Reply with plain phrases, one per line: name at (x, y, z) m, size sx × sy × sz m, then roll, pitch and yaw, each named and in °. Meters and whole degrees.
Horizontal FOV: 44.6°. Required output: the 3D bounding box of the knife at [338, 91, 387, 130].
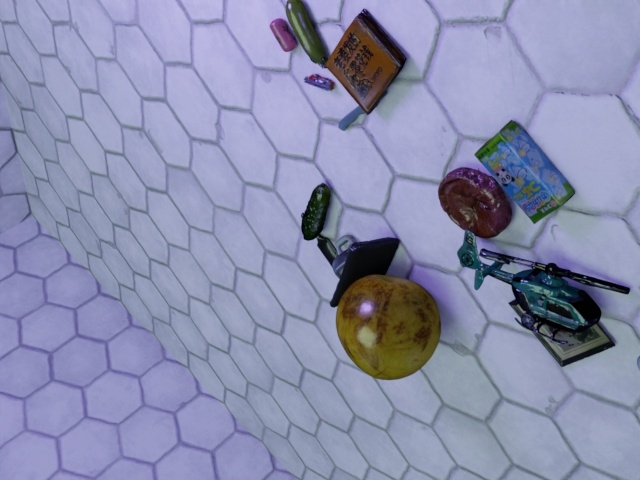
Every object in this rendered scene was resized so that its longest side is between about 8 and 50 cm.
knife at (0.097, -0.311, 1.852) m, size 0.028 × 0.015 × 0.210 m, roll 60°, pitch 147°, yaw 2°

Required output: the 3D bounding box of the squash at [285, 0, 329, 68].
squash at (-0.032, -0.482, 1.825) m, size 0.052 × 0.052 × 0.183 m, roll -3°, pitch 121°, yaw 53°

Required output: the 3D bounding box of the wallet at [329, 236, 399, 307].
wallet at (0.116, 0.089, 2.096) m, size 0.285 × 0.146 × 0.030 m, roll 107°, pitch 148°, yaw -51°

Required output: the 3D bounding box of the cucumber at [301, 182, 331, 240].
cucumber at (-0.011, -0.081, 2.167) m, size 0.069 × 0.069 × 0.227 m, roll 40°, pitch 140°, yaw 20°

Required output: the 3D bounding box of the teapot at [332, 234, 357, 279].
teapot at (0.080, 0.050, 2.152) m, size 0.124 × 0.092 × 0.091 m, roll 44°, pitch 133°, yaw 5°

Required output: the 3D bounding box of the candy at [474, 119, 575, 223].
candy at (0.411, -0.138, 1.572) m, size 0.194 × 0.062 × 0.097 m, roll 50°, pitch 147°, yaw 4°

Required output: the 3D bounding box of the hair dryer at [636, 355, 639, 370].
hair dryer at (0.722, 0.276, 1.587) m, size 0.137 × 0.047 × 0.082 m, roll 46°, pitch 147°, yaw 1°

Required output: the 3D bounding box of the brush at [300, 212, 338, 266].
brush at (0.000, 0.000, 2.270) m, size 0.193 × 0.016 × 0.063 m, roll 56°, pitch 141°, yaw -2°

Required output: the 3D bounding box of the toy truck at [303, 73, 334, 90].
toy truck at (-0.003, -0.384, 1.895) m, size 0.083 × 0.032 × 0.024 m, roll 31°, pitch 146°, yaw 34°

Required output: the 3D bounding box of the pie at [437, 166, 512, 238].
pie at (0.341, -0.083, 1.721) m, size 0.182 × 0.049 × 0.182 m, roll 33°, pitch 147°, yaw 25°

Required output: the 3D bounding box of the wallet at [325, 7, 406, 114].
wallet at (0.095, -0.393, 1.736) m, size 0.161 × 0.042 × 0.195 m, roll 53°, pitch 145°, yaw 8°

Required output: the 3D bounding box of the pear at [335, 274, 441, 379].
pear at (0.176, 0.224, 2.024) m, size 0.281 × 0.281 × 0.280 m, roll 33°, pitch 142°, yaw 30°

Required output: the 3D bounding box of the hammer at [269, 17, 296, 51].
hammer at (-0.091, -0.498, 1.892) m, size 0.043 × 0.043 × 0.083 m, roll -17°, pitch 108°, yaw 56°

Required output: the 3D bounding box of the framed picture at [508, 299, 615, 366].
framed picture at (0.541, 0.185, 1.760) m, size 0.199 × 0.010 × 0.195 m, roll 51°, pitch 148°, yaw 4°

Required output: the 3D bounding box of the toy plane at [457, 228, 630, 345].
toy plane at (0.459, 0.101, 1.685) m, size 0.382 × 0.106 × 0.155 m, roll 24°, pitch 127°, yaw 34°
